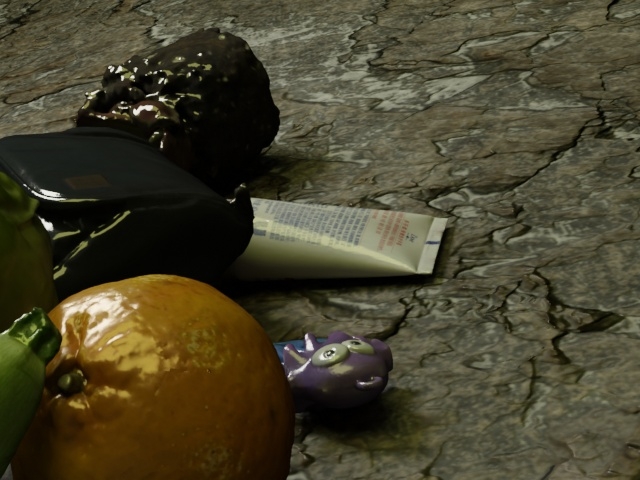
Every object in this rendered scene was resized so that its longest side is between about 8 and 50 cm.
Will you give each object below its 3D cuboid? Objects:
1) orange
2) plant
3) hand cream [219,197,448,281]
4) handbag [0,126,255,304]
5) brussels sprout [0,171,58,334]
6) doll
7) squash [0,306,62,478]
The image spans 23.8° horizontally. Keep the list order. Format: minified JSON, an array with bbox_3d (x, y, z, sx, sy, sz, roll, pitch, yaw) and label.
[{"bbox_3d":[-0.125,0.131,1.085,0.219,0.193,0.219,-34,43,39],"label":"orange"},{"bbox_3d":[-0.170,-0.137,1.806,0.204,0.178,0.234,21,50,37],"label":"plant"},{"bbox_3d":[0.000,0.000,1.519,0.247,0.083,0.133,3,27,13],"label":"hand cream"},{"bbox_3d":[-0.234,-0.013,1.445,0.275,0.178,0.302,-47,31,-3],"label":"handbag"},{"bbox_3d":[-0.341,0.056,1.184,0.242,0.274,0.316,21,-9,-30],"label":"brussels sprout"},{"bbox_3d":[-0.005,0.107,1.268,0.110,0.067,0.206,-16,10,-28],"label":"doll"},{"bbox_3d":[-0.296,0.191,0.964,0.370,0.118,0.118,-44,28,-8],"label":"squash"}]
